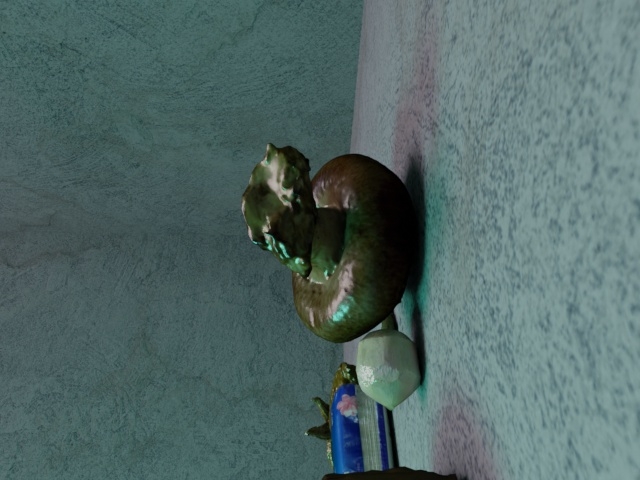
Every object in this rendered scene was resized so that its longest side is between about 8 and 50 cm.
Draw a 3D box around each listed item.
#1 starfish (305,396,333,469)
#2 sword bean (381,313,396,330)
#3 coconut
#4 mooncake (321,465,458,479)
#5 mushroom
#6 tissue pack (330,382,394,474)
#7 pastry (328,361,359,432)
[{"bbox_3d":[0.046,0.689,1.654,0.302,0.060,0.299,42,-128,-27],"label":"starfish"},{"bbox_3d":[0.148,0.138,1.083,0.269,0.038,0.043,-89,-25,-59],"label":"sword bean"},{"bbox_3d":[0.112,0.214,0.755,0.110,0.110,0.125,91,-175,-60],"label":"coconut"},{"bbox_3d":[0.069,0.416,0.489,0.324,0.187,0.324,179,90,-88],"label":"mooncake"},{"bbox_3d":[0.009,0.020,0.814,0.334,0.356,0.331,-15,88,60],"label":"mushroom"},{"bbox_3d":[0.091,0.493,1.049,0.270,0.137,0.209,-89,1,-52],"label":"tissue pack"},{"bbox_3d":[0.106,0.542,1.566,0.240,0.132,0.235,113,167,-72],"label":"pastry"}]
